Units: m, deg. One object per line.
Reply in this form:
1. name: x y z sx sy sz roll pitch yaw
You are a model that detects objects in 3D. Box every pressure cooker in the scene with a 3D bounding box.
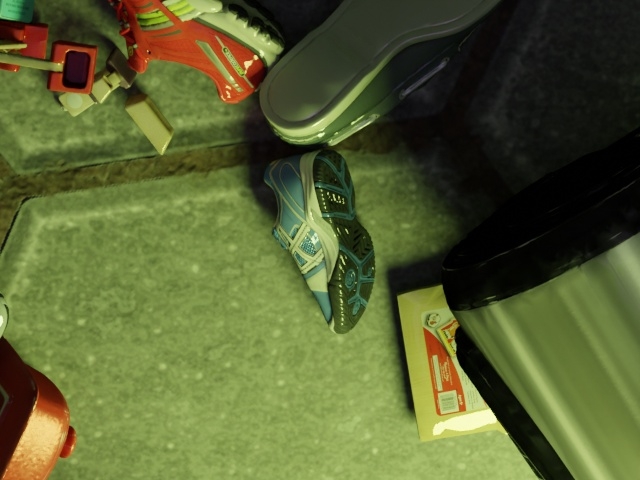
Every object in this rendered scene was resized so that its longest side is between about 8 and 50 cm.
1. pressure cooker: 0.362 0.112 1.777 0.370 0.375 0.420 -36 97 -28

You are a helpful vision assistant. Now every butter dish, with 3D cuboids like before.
1. butter dish: -0.309 0.199 1.893 0.118 0.160 0.160 18 102 -34

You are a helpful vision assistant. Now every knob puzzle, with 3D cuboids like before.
1. knob puzzle: 0.188 0.116 1.964 0.213 0.030 0.213 -1 104 -5

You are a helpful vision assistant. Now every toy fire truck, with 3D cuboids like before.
1. toy fire truck: -0.315 -0.187 1.779 0.192 0.135 0.047 7 104 -8

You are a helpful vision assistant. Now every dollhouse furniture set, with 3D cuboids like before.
1. dollhouse furniture set: -0.213 -0.117 1.844 0.081 0.091 0.114 -31 109 19

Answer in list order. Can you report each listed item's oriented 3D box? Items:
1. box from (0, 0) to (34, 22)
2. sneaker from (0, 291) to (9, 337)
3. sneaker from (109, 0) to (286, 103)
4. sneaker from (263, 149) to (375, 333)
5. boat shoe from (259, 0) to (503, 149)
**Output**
1. box: -0.315 -0.337 1.739 0.101 0.060 0.244 10 95 21
2. sneaker: -0.411 0.132 1.858 0.083 0.098 0.223 42 111 28
3. sneaker: -0.171 -0.227 1.803 0.279 0.107 0.118 32 109 -10
4. sneaker: 0.000 0.000 1.901 0.081 0.080 0.211 3 117 31
5. boat shoe: 0.078 -0.206 1.848 0.319 0.099 0.116 -39 67 -6
